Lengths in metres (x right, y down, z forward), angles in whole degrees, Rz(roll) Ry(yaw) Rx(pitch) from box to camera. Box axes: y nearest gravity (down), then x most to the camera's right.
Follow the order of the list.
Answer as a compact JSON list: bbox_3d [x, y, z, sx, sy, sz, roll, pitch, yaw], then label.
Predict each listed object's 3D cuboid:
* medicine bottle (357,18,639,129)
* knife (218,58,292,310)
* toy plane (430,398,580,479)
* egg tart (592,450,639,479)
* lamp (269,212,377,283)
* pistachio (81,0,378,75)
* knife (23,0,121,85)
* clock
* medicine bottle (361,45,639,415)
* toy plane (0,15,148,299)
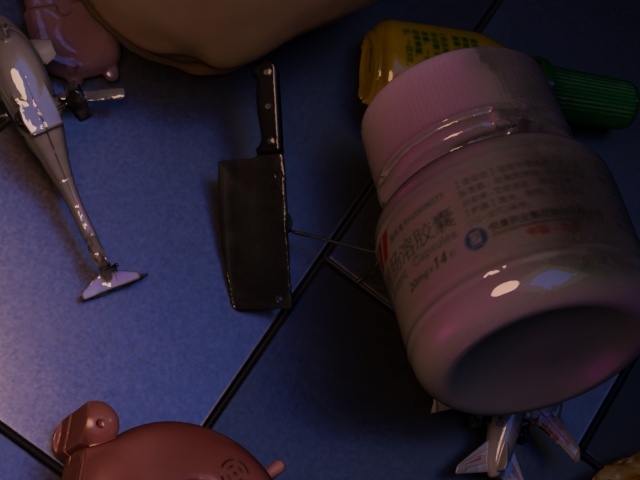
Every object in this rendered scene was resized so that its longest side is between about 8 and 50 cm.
[{"bbox_3d":[0.192,-0.162,1.881,0.309,0.076,0.111,7,75,-17],"label":"medicine bottle"},{"bbox_3d":[-0.066,-0.054,1.748,0.072,0.019,0.245,-2,90,13],"label":"knife"},{"bbox_3d":[0.191,0.163,1.791,0.162,0.065,0.171,20,67,-13],"label":"toy plane"},{"bbox_3d":[0.372,0.345,1.775,0.295,0.116,0.295,5,74,-16],"label":"egg tart"},{"bbox_3d":[-0.001,0.000,1.777,0.121,0.054,0.041,20,69,-13],"label":"lamp"},{"bbox_3d":[-0.063,-0.364,1.759,0.365,0.281,0.445,40,78,-20],"label":"pistachio"},{"bbox_3d":[-0.291,-0.339,1.785,0.132,0.038,0.399,-13,81,-20],"label":"knife"},{"bbox_3d":[-0.128,0.275,1.608,0.241,0.142,0.227,16,70,-18],"label":"clock"},{"bbox_3d":[0.170,-0.012,1.714,0.241,0.241,0.302,-3,55,-20],"label":"medicine bottle"},{"bbox_3d":[-0.261,-0.079,1.681,0.182,0.107,0.273,-6,83,-14],"label":"toy plane"}]
